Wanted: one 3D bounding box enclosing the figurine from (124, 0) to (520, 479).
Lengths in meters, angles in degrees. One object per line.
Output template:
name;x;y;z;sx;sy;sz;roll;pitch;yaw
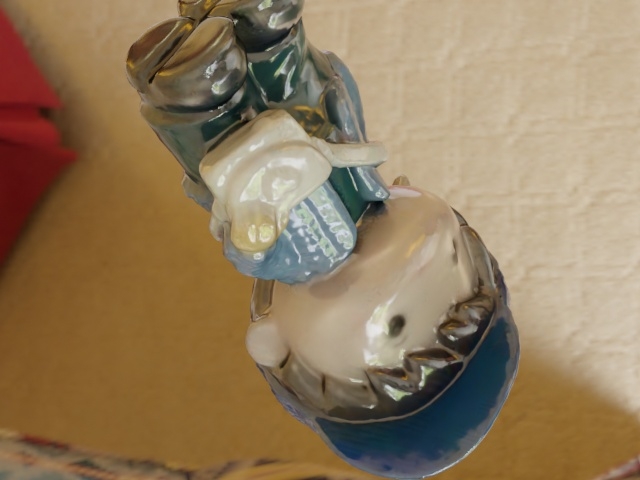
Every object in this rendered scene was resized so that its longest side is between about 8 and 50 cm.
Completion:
figurine;0.000;0.000;0.466;0.087;0.086;0.149;0;135;45
